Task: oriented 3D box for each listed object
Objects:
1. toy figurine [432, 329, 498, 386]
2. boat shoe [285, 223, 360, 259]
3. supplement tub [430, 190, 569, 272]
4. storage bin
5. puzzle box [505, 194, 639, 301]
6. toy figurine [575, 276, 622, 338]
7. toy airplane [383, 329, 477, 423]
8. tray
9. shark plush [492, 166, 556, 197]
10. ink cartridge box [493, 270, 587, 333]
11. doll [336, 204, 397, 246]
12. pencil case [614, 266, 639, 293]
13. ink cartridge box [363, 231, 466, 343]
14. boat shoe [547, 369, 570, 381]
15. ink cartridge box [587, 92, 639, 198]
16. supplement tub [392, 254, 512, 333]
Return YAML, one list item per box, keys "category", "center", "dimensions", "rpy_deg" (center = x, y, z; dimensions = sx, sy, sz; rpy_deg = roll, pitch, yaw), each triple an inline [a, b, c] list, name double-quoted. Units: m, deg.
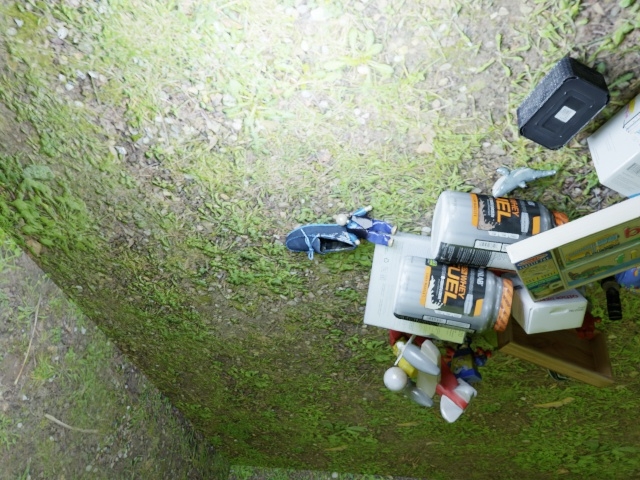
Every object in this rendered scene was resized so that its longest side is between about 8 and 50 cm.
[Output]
- category: "toy figurine"
  center: [0.585, 0.475, 2.000]
  dimensions: [0.362, 0.217, 0.191]
  rpy_deg: [-23, 128, 34]
- category: "boat shoe"
  center: [0.000, 0.000, 1.698]
  dimensions: [0.258, 0.089, 0.109]
  rpy_deg: [-12, 134, 24]
- category: "supplement tub"
  center: [0.490, -0.020, 1.473]
  dimensions: [0.338, 0.207, 0.207]
  rpy_deg: [7, 139, 3]
- category: "storage bin"
  center: [0.556, -0.311, 1.224]
  dimensions: [0.122, 0.084, 0.180]
  rpy_deg: [22, 139, -12]
- category: "puzzle box"
  center: [0.693, 0.017, 1.310]
  dimensions: [0.409, 0.052, 0.272]
  rpy_deg: [-24, 142, 20]
- category: "toy figurine"
  center: [0.825, 0.189, 1.686]
  dimensions: [0.210, 0.148, 0.213]
  rpy_deg: [21, 141, -2]
- category: "toy airplane"
  center: [0.363, 0.479, 1.883]
  dimensions: [0.272, 0.384, 0.386]
  rpy_deg: [-22, 101, -10]
- category: "tray"
  center: [0.794, 0.343, 1.812]
  dimensions: [0.411, 0.203, 0.076]
  rpy_deg: [21, 139, -10]
- category: "shark plush"
  center: [0.543, -0.155, 1.414]
  dimensions: [0.161, 0.067, 0.073]
  rpy_deg: [-5, 136, 18]
- category: "ink cartridge box"
  center: [0.644, 0.163, 1.579]
  dimensions: [0.172, 0.237, 0.100]
  rpy_deg: [-7, 118, -6]
- category: "doll"
  center: [0.138, -0.044, 1.614]
  dimensions: [0.189, 0.046, 0.129]
  rpy_deg: [17, 102, 16]
- category: "pencil case"
  center: [0.903, 0.020, 1.484]
  dimensions: [0.133, 0.119, 0.306]
  rpy_deg: [-20, 134, -1]
- category: "ink cartridge box"
  center: [0.321, 0.146, 1.683]
  dimensions: [0.330, 0.071, 0.324]
  rpy_deg: [11, 111, 9]
- category: "boat shoe"
  center: [0.923, 0.473, 2.004]
  dimensions: [0.108, 0.102, 0.301]
  rpy_deg: [-1, 137, 14]
- category: "ink cartridge box"
  center: [0.773, -0.226, 1.203]
  dimensions: [0.171, 0.168, 0.232]
  rpy_deg: [23, 138, -14]
- category: "supplement tub"
  center: [0.377, 0.159, 1.533]
  dimensions: [0.316, 0.193, 0.193]
  rpy_deg: [9, 139, 10]
